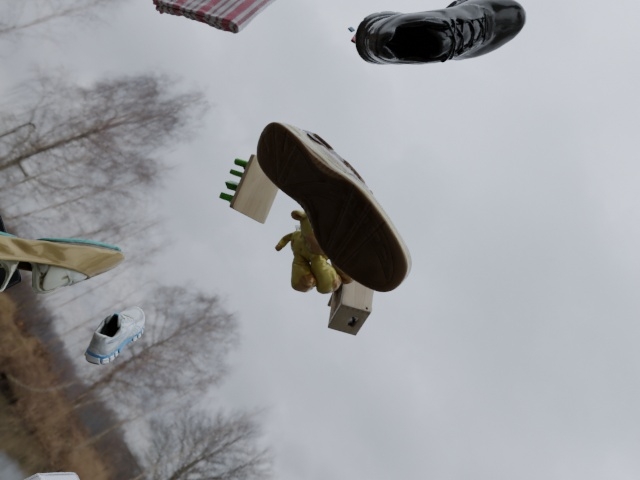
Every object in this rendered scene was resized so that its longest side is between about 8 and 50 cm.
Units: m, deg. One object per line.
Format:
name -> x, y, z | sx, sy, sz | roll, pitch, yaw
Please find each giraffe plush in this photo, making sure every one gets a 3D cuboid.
giraffe plush -> 0.000, 0.000, 1.399 | 0.210, 0.181, 0.170 | 57, -27, 23

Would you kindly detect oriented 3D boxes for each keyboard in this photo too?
keyboard -> -0.779, 0.037, 1.431 | 0.023, 0.108, 0.180 | 61, 3, -76

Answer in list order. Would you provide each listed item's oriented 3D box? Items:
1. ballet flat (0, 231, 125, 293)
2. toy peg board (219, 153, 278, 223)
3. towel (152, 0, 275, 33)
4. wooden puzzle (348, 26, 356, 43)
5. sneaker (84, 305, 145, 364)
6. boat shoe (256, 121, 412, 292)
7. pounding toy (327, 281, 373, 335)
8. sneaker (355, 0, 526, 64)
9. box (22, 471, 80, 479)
ballet flat -> -0.340, 0.027, 0.684 | 0.080, 0.232, 0.073 | -19, -115, 49
toy peg board -> -0.202, -0.152, 1.722 | 0.079, 0.161, 0.161 | 20, -4, 31
towel -> -0.130, -0.350, 0.842 | 0.197, 0.144, 0.029 | 28, -24, 33
wooden puzzle -> 0.085, -0.363, 1.090 | 0.083, 0.049, 0.006 | 29, -36, -2
sneaker -> -0.425, 0.181, 1.278 | 0.071, 0.190, 0.082 | 19, -65, 2
boat shoe -> 0.038, -0.065, 0.953 | 0.342, 0.123, 0.123 | 47, -56, 26
pounding toy -> 0.086, 0.148, 1.641 | 0.094, 0.206, 0.181 | 16, -40, -7
sneaker -> 0.207, -0.330, 0.976 | 0.130, 0.286, 0.109 | -117, -167, -63
box -> -0.458, 0.371, 0.708 | 0.058, 0.322, 0.232 | 65, -19, 14
